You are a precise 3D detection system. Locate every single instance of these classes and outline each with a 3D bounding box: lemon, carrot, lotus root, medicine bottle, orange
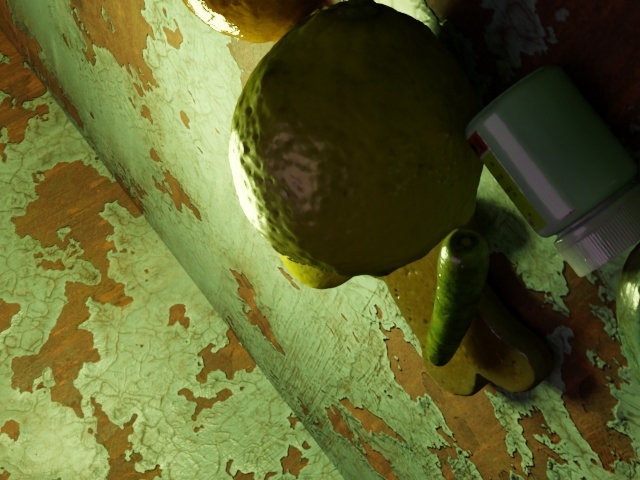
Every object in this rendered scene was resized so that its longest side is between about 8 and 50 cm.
[{"bbox_3d":[0.049,-0.139,1.220,0.350,0.350,0.387,35,136,42],"label":"lemon"},{"bbox_3d":[0.204,0.107,1.417,0.074,0.074,0.358,45,155,27],"label":"carrot"},{"bbox_3d":[0.432,0.137,1.076,0.158,0.140,0.322,26,146,51],"label":"lotus root"},{"bbox_3d":[0.284,-0.082,1.075,0.225,0.139,0.139,54,158,7],"label":"medicine bottle"},{"bbox_3d":[0.000,0.000,1.748,0.170,0.170,0.207,8,130,62],"label":"lemon"},{"bbox_3d":[-0.083,-0.399,1.247,0.261,0.261,0.261,45,155,27],"label":"orange"}]

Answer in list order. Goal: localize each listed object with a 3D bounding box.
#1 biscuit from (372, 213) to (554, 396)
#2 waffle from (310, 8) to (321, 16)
[{"bbox_3d":[0.215,0.083,1.541,0.394,0.076,0.368,56,154,-4],"label":"biscuit"},{"bbox_3d":[-0.035,-0.335,1.509,0.194,0.051,0.149,49,156,16],"label":"waffle"}]
